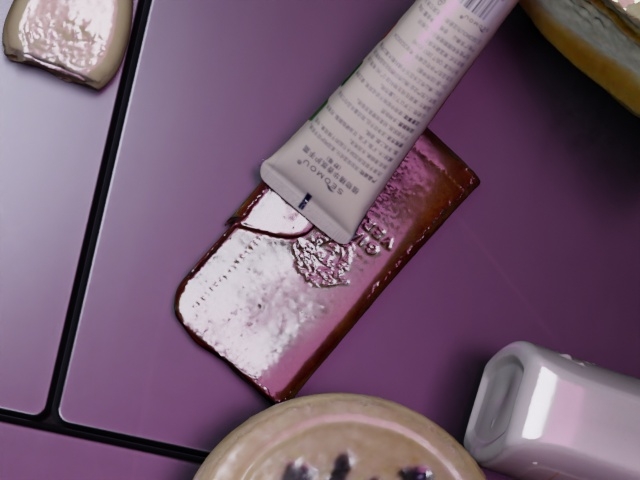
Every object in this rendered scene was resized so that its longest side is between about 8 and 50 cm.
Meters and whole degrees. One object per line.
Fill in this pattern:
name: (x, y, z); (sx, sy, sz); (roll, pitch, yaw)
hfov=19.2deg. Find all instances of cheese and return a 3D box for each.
cheese: (-0.179, -0.218, 1.491); (0.097, 0.037, 0.192); (22, 83, -10)

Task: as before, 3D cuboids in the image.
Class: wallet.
wallet: (0.000, 0.000, 1.513); (0.137, 0.031, 0.255); (41, 78, -2)

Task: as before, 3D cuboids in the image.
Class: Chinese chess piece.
Chinese chess piece: (0.016, 0.242, 1.430); (0.257, 0.104, 0.257); (2, 69, -5)

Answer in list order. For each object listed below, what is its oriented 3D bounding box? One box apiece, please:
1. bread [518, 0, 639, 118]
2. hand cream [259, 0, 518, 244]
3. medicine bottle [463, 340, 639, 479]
bread: (0.335, -0.235, 1.504); (0.300, 0.210, 0.341); (40, 75, 24)
hand cream: (0.065, -0.124, 1.454); (0.095, 0.059, 0.276); (41, 108, 4)
medicine bottle: (0.272, 0.170, 1.487); (0.296, 0.161, 0.111); (20, 81, -8)
